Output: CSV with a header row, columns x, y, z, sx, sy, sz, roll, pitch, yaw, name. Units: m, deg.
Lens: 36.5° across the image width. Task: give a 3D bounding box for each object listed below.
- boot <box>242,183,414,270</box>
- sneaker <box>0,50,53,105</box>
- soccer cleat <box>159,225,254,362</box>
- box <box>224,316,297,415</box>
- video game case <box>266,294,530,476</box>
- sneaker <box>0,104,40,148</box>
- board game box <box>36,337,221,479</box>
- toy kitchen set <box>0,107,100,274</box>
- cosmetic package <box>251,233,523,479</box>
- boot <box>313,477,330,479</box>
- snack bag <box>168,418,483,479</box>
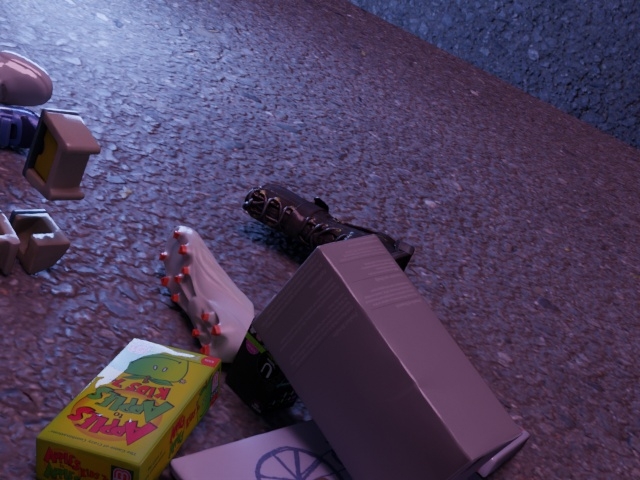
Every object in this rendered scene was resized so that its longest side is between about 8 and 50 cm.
x,y,z,sx,sy,sz,roll,pitch,yaw,name
0.000,0.000,1.265,0.229,0.091,0.263,28,9,6,boot
-0.465,-0.207,1.279,0.212,0.080,0.094,14,39,-7,sneaker
-0.121,0.061,1.078,0.076,0.068,0.196,11,35,-40,soccer cleat
-0.048,0.125,0.991,0.052,0.083,0.062,-7,41,-49,box
0.091,0.149,1.072,0.285,0.025,0.204,35,9,20,video game case
-0.412,-0.146,1.220,0.144,0.053,0.059,19,27,3,sneaker
-0.162,0.153,0.856,0.092,0.043,0.181,12,23,11,board game box
-0.356,-0.063,0.975,0.207,0.166,0.122,-4,38,-46,toy kitchen set
0.056,0.125,0.893,0.107,0.127,0.238,-13,62,-52,cosmetic package
0.000,0.294,0.654,0.220,0.109,0.283,34,30,29,boot
0.078,0.281,0.865,0.323,0.037,0.342,-5,38,-46,snack bag
